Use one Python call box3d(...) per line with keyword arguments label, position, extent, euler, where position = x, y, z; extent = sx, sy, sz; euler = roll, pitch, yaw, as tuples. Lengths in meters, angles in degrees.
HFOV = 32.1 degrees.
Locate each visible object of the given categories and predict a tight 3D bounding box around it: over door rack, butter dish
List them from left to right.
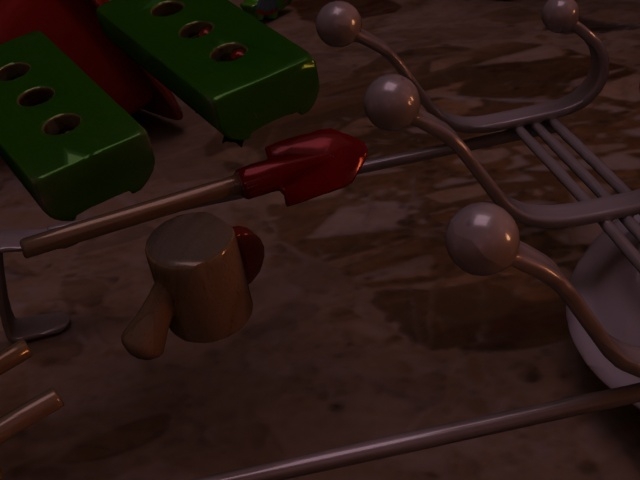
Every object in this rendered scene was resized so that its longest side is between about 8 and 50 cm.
box3d(label="butter dish", position=(-0.199, -0.121, 0.751), extent=(0.118, 0.160, 0.160), euler=(-47, 40, -14))
box3d(label="over door rack", position=(0.000, 0.000, 0.438), extent=(0.324, 0.108, 0.239), euler=(-22, 29, 1))

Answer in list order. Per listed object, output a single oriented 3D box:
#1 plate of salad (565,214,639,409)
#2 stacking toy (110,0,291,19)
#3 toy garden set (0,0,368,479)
box3d(label="plate of salad", position=(0.198, 0.024, 0.436), extent=(0.199, 0.048, 0.200), euler=(-12, 30, 7))
box3d(label="stacking toy", position=(-0.153, -0.215, 0.927), extent=(0.221, 0.052, 0.167), euler=(-15, 25, -43))
box3d(label="toy garden set", position=(-0.103, 0.003, 0.374), extent=(0.244, 0.049, 0.204), euler=(-27, 41, -20))
